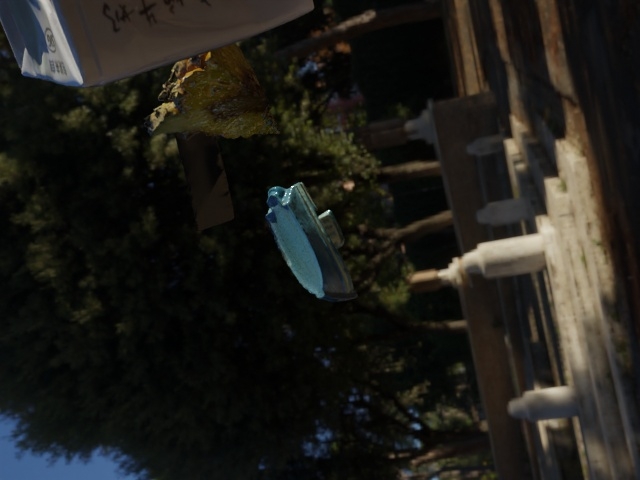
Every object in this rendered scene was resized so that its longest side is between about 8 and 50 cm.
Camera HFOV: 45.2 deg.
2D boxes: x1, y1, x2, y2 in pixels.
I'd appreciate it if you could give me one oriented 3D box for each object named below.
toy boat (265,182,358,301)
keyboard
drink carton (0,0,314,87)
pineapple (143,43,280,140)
[{"bbox_3d":[0.000,0.000,1.229,0.102,0.088,0.215,-26,-93,-36],"label":"toy boat"},{"bbox_3d":[-0.203,-0.115,1.348,0.015,0.074,0.197,41,146,57],"label":"keyboard"},{"bbox_3d":[-0.101,-0.195,0.358,0.134,0.102,0.222,-28,-62,-30],"label":"drink carton"},{"bbox_3d":[-0.170,-0.219,1.076,0.250,0.164,0.140,23,-134,-65],"label":"pineapple"}]
